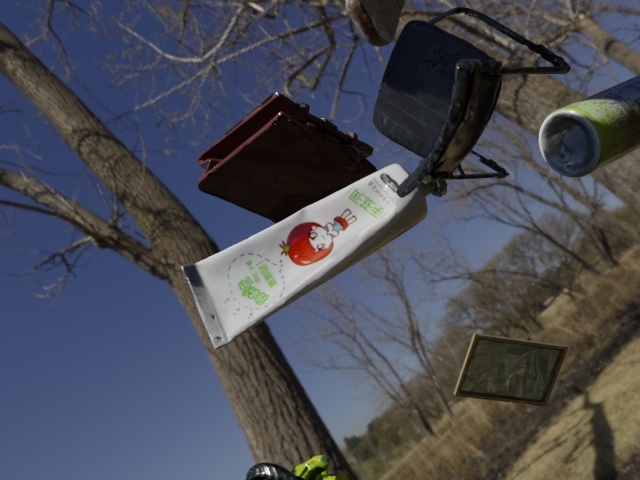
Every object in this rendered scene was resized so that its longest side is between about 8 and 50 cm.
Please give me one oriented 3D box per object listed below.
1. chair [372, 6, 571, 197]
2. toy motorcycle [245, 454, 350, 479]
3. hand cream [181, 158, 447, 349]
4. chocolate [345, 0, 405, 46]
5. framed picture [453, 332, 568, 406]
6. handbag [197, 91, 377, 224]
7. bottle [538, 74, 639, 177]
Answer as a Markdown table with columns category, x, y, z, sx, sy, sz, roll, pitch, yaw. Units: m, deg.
| category | x | y | z | sx | sy | sz | roll | pitch | yaw |
| --- | --- | --- | --- | --- | --- | --- | --- | --- | --- |
| chair | 0.116 | -0.136 | 0.583 | 0.221 | 0.145 | 0.140 | -23 | -38 | -48 |
| toy motorcycle | -0.061 | 0.415 | 0.797 | 0.342 | 0.206 | 0.142 | -55 | 3 | 40 |
| hand cream | 0.000 | 0.000 | 0.726 | 0.335 | 0.121 | 0.076 | -29 | -36 | -8 |
| chocolate | 0.118 | -0.564 | 1.424 | 0.080 | 0.254 | 0.157 | -11 | -46 | 33 |
| framed picture | 0.370 | 0.253 | 1.170 | 0.200 | 0.010 | 0.136 | 9 | -73 | -13 |
| handbag | -0.069 | -0.143 | 1.150 | 0.275 | 0.084 | 0.260 | -27 | -38 | 36 |
| bottle | 0.444 | -0.181 | 0.834 | 0.330 | 0.093 | 0.093 | -24 | -24 | -27 |
